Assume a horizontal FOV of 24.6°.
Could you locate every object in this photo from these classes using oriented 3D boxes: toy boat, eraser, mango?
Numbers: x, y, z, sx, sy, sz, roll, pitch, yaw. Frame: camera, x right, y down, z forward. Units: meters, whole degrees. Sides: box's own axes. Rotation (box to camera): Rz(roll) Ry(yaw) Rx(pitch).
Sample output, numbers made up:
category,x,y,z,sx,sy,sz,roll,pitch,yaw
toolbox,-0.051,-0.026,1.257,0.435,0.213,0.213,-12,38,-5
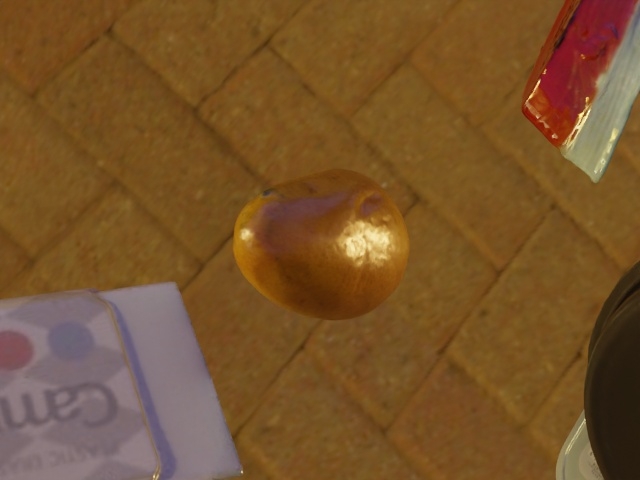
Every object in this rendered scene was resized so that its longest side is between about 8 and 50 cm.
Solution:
category,x,y,z,sx,sy,sz,roll,pitch,yaw
toy boat,0.284,-0.189,1.317,0.133,0.145,0.332,30,61,-1
eraser,-0.274,0.127,1.039,0.396,0.082,0.213,-7,58,-25
mango,0.000,0.000,1.405,0.227,0.109,0.147,15,89,-50

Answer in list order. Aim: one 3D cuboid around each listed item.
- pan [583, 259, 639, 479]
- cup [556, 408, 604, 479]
category,x,y,z,sx,sy,sz,roll,pitch,yaw
pan,0.132,0.015,0.423,0.028,0.136,0.235,-30,122,-45
cup,0.204,0.123,0.811,0.129,0.128,0.095,20,107,-28
